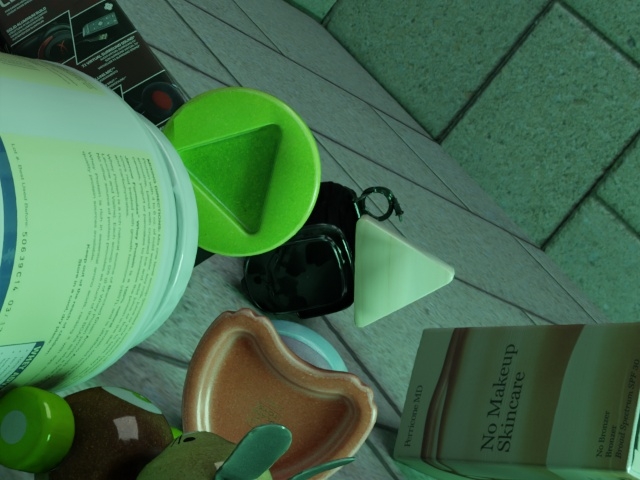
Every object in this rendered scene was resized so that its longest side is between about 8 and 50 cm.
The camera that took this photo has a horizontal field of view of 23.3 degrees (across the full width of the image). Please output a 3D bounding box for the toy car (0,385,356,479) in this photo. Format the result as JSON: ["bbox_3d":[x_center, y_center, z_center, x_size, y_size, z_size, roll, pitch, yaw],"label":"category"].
[{"bbox_3d":[-0.081,0.144,0.955,0.155,0.188,0.149,28,47,-55],"label":"toy car"}]

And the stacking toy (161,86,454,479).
[{"bbox_3d":[-0.060,0.032,1.266,0.309,0.279,0.130,42,12,0],"label":"stacking toy"}]

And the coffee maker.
[{"bbox_3d":[0.000,0.000,1.742,0.120,0.171,0.178,53,12,-15],"label":"coffee maker"}]

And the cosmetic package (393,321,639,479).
[{"bbox_3d":[0.230,0.168,1.523,0.129,0.153,0.296,27,-23,-37],"label":"cosmetic package"}]

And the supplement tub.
[{"bbox_3d":[-0.236,-0.009,1.007,0.235,0.235,0.325,43,14,16],"label":"supplement tub"}]

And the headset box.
[{"bbox_3d":[-0.204,-0.125,1.472,0.293,0.110,0.218,54,-11,20],"label":"headset box"}]
